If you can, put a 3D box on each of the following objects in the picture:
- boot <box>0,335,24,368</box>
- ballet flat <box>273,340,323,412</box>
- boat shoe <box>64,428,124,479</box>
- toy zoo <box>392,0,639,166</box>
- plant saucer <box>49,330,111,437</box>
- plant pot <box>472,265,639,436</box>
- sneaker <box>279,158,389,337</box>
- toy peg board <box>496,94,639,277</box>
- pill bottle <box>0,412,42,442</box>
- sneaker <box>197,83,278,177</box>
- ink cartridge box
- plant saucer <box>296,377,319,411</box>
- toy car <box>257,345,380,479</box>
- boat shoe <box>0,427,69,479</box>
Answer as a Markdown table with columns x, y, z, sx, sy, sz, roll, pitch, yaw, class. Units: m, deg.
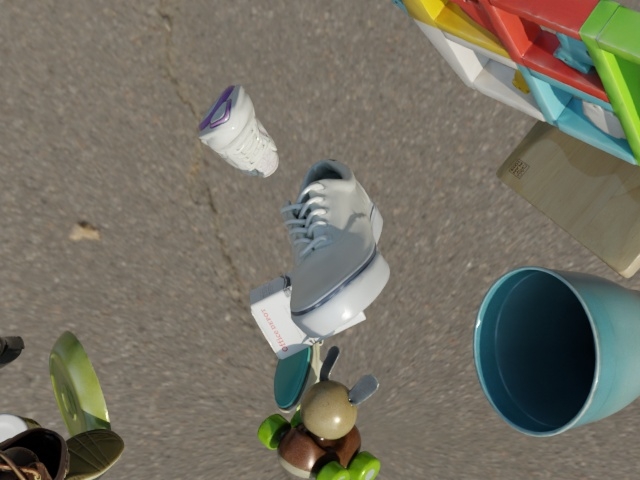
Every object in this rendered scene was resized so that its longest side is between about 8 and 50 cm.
| x | y | z | sx | sy | sz | roll | pitch | yaw | class |
| --- | --- | --- | --- | --- | --- | --- | --- | --- | --- |
| -0.530 | 0.195 | 1.453 | 0.198 | 0.137 | 0.076 | -23 | 84 | 2 | boot |
| -0.026 | 0.184 | 1.725 | 0.086 | 0.086 | 0.248 | 3 | 61 | 1 | ballet flat |
| -0.406 | 0.379 | 1.588 | 0.080 | 0.073 | 0.223 | 38 | 40 | 15 | boat shoe |
| 0.161 | -0.141 | 0.756 | 0.293 | 0.192 | 0.030 | 33 | 86 | 36 | toy zoo |
| -0.427 | 0.277 | 1.761 | 0.037 | 0.241 | 0.240 | -16 | 78 | -27 | plant saucer |
| 0.438 | 0.176 | 1.673 | 0.255 | 0.272 | 0.271 | 0 | 77 | -35 | plant pot |
| 0.000 | 0.000 | 0.888 | 0.094 | 0.258 | 0.091 | -34 | 105 | 13 | sneaker |
| 0.267 | -0.064 | 0.860 | 0.161 | 0.079 | 0.160 | -51 | 48 | 8 | toy peg board |
| -0.396 | 0.261 | 1.308 | 0.065 | 0.116 | 0.065 | 0 | 76 | 0 | pill bottle |
| -0.127 | -0.181 | 1.725 | 0.152 | 0.305 | 0.114 | 38 | 90 | -4 | sneaker |
| -0.022 | 0.100 | 1.557 | 0.151 | 0.063 | 0.109 | -26 | 114 | 4 | ink cartridge box |
| -0.024 | 0.235 | 1.960 | 0.045 | 0.188 | 0.188 | 0 | 95 | 0 | plant saucer |
| 0.020 | 0.258 | 1.505 | 0.155 | 0.149 | 0.188 | 33 | 112 | 33 | toy car |
| -0.207 | 0.164 | 0.641 | 0.073 | 0.207 | 0.073 | 29 | 88 | -6 | boat shoe |
